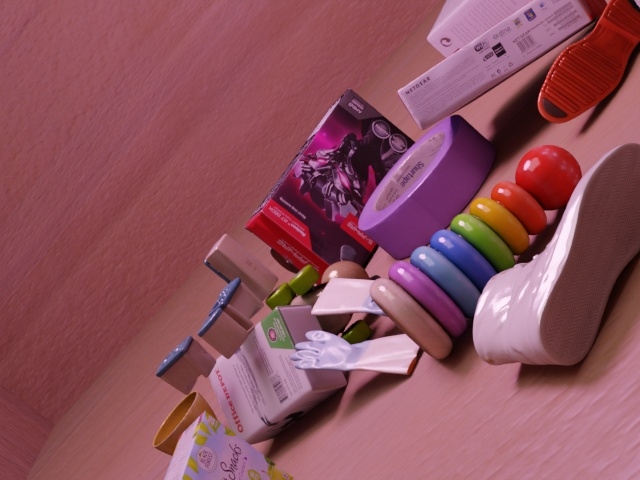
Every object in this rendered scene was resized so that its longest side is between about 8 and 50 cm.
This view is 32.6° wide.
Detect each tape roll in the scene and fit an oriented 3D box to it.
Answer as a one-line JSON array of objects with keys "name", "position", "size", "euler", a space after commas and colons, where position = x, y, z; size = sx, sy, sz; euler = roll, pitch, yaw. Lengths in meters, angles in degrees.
[{"name": "tape roll", "position": [0.191, -0.098, 1.992], "size": [0.275, 0.090, 0.275], "euler": [-48, 12, 14]}]

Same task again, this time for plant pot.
[{"name": "plant pot", "position": [-0.247, 0.373, 2.124], "size": [0.134, 0.095, 0.134], "euler": [-46, 12, 13]}]

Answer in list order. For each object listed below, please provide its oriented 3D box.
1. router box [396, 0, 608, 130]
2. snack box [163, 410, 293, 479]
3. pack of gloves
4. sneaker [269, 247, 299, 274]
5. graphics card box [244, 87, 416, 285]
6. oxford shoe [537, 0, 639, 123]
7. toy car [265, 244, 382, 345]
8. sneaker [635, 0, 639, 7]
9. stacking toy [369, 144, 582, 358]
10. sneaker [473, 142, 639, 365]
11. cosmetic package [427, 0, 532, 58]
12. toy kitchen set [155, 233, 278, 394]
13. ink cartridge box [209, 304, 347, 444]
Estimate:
[{"name": "router box", "position": [0.324, -0.330, 1.904], "size": [0.335, 0.082, 0.301], "euler": [-32, 1, 24]}, {"name": "snack box", "position": [-0.133, 0.360, 1.529], "size": [0.070, 0.174, 0.207], "euler": [-47, 11, 19]}, {"name": "pack of gloves", "position": [0.077, 0.138, 1.667], "size": [0.232, 0.046, 0.195], "euler": [-2, 40, 36]}, {"name": "sneaker", "position": [0.000, 0.000, 2.415], "size": [0.123, 0.106, 0.290], "euler": [-49, 19, -30]}, {"name": "graphics card box", "position": [0.043, -0.101, 2.206], "size": [0.371, 0.233, 0.094], "euler": [-56, 9, -31]}, {"name": "oxford shoe", "position": [0.424, -0.270, 1.706], "size": [0.271, 0.097, 0.098], "euler": [-47, -8, -19]}, {"name": "toy car", "position": [0.030, 0.090, 1.879], "size": [0.149, 0.155, 0.188], "euler": [-37, 7, 46]}, {"name": "sneaker", "position": [0.414, -0.254, 1.329], "size": [0.094, 0.235, 0.153], "euler": [-48, -3, -26]}, {"name": "stacking toy", "position": [0.223, -0.001, 1.476], "size": [0.330, 0.141, 0.141], "euler": [-46, 11, -3]}, {"name": "sneaker", "position": [0.272, 0.017, 1.263], "size": [0.292, 0.108, 0.169], "euler": [-56, 16, -23]}, {"name": "cosmetic package", "position": [0.449, -0.559, 2.309], "size": [0.453, 0.161, 0.230], "euler": [-41, 14, 39]}, {"name": "toy kitchen set", "position": [-0.191, 0.123, 1.826], "size": [0.166, 0.122, 0.207], "euler": [-43, 11, 32]}, {"name": "ink cartridge box", "position": [-0.075, 0.221, 1.789], "size": [0.087, 0.153, 0.208], "euler": [-2, -31, -47]}]
